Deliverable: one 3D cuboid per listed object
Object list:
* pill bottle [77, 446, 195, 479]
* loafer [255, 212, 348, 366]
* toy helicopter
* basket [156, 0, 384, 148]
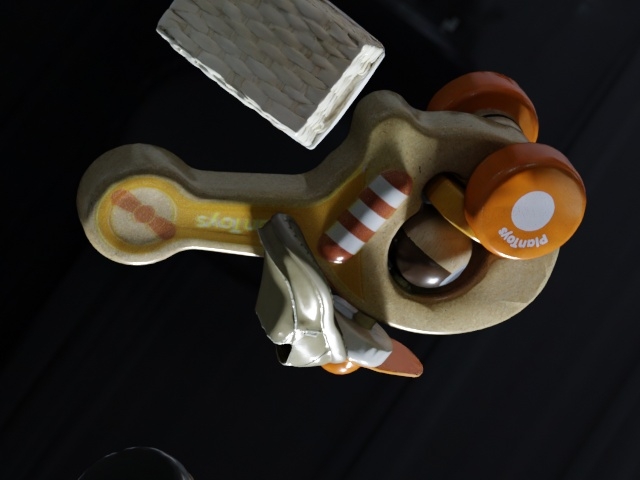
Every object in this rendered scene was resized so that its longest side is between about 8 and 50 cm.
[{"bbox_3d":[-0.130,0.284,1.713,0.123,0.123,0.219,27,159,36],"label":"pill bottle"},{"bbox_3d":[-0.019,0.041,1.290,0.148,0.050,0.056,70,174,-47],"label":"loafer"},{"bbox_3d":[0.000,0.000,1.383,0.355,0.235,0.140,5,-149,-18],"label":"toy helicopter"},{"bbox_3d":[-0.045,-0.168,1.633,0.167,0.113,0.103,38,-173,5],"label":"basket"}]
